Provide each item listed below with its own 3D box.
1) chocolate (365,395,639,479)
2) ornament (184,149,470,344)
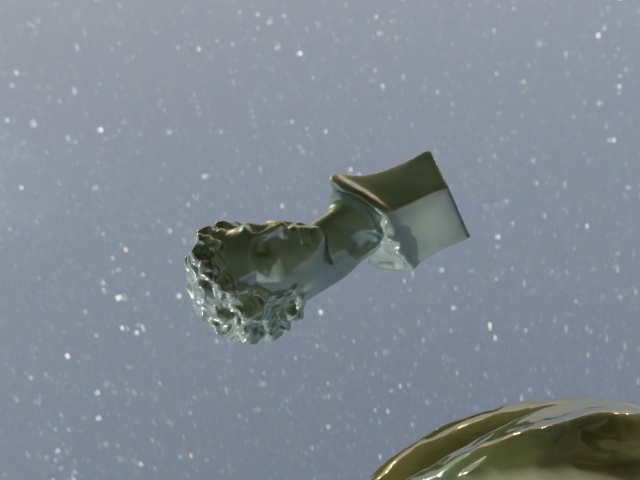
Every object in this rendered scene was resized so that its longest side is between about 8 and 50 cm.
[{"bbox_3d":[0.132,0.248,0.633,0.326,0.297,0.314,-33,-157,-11],"label":"chocolate"},{"bbox_3d":[0.006,0.007,1.013,0.285,0.130,0.120,-20,-146,-13],"label":"ornament"}]
